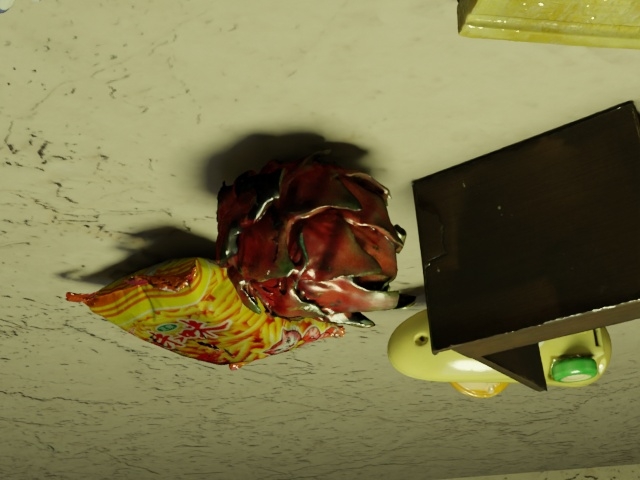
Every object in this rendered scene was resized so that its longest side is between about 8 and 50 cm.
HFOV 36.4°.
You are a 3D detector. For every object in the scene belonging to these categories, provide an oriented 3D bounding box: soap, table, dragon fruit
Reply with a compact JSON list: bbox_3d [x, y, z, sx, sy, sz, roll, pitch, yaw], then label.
[{"bbox_3d":[0.236,-0.188,0.745,0.251,0.037,0.092,1,156,-12],"label":"soap"},{"bbox_3d":[0.279,0.032,1.044,0.250,0.196,0.282,-20,152,28],"label":"table"},{"bbox_3d":[-0.009,0.000,0.961,0.188,0.182,0.182,-12,157,-9],"label":"dragon fruit"}]

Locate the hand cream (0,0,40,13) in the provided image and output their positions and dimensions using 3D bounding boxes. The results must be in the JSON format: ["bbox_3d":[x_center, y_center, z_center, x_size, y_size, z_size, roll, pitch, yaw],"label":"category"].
[{"bbox_3d":[-0.256,-0.186,0.661,0.142,0.053,0.084,7,156,-1],"label":"hand cream"}]

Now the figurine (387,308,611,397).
[{"bbox_3d":[0.247,0.150,1.346,0.324,0.124,0.222,-1,161,-11],"label":"figurine"}]

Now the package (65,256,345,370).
[{"bbox_3d":[-0.139,0.085,1.208,0.223,0.109,0.288,-17,145,38],"label":"package"}]
